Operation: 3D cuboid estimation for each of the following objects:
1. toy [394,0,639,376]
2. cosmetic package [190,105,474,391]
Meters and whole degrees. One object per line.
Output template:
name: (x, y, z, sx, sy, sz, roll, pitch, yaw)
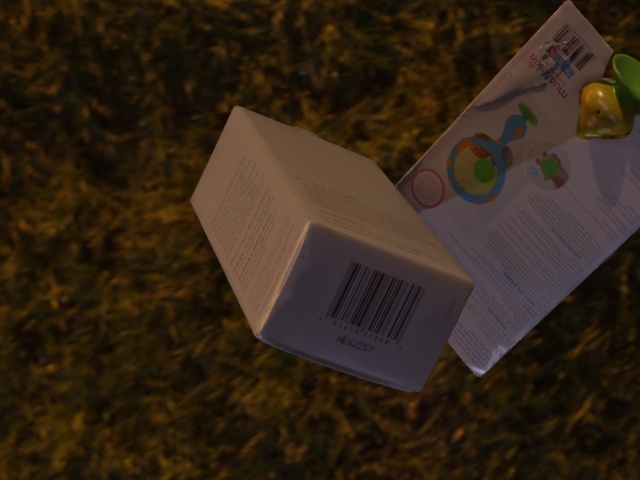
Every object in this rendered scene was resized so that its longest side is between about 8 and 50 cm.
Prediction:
toy: (0.143, -0.033, 1.126, 0.137, 0.056, 0.237, 51, 129, 13)
cosmetic package: (0.000, 0.000, 1.083, 0.117, 0.231, 0.085, 21, 103, -20)
